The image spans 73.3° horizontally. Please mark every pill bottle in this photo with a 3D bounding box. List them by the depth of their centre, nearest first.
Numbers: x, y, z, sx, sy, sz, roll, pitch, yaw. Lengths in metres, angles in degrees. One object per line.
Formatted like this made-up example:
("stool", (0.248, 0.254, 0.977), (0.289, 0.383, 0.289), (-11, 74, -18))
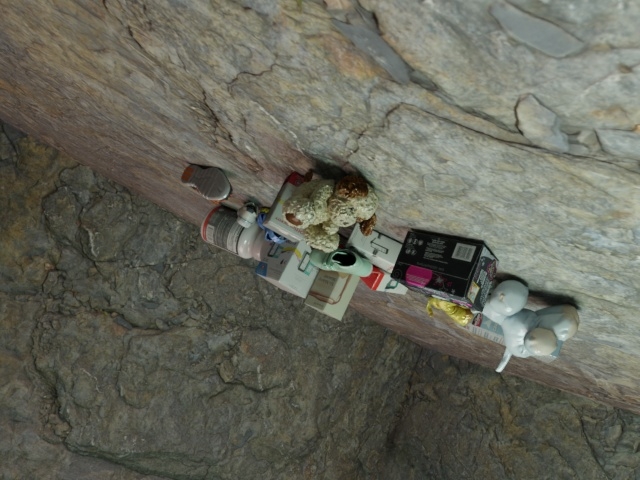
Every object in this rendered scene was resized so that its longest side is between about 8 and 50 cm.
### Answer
("pill bottle", (-0.418, -0.030, 2.231), (0.363, 0.210, 0.210), (22, 167, 19))

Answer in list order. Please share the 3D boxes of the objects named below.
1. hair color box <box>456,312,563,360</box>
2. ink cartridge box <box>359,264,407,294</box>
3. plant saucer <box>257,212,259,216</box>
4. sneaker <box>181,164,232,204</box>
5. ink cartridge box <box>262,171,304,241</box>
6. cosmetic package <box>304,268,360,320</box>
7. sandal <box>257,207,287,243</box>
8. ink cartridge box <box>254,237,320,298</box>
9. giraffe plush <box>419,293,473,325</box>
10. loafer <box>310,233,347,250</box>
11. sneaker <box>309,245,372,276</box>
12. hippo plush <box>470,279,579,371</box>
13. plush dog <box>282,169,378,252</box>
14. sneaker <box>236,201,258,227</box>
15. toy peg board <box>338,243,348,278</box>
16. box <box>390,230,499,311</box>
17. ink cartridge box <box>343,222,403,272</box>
("hair color box", (0.738, 0.349, 1.705), (0.374, 0.114, 0.185), (20, 166, 24))
("ink cartridge box", (0.226, 0.130, 1.658), (0.231, 0.078, 0.134), (12, -158, -35))
("plant saucer", (-0.324, -0.129, 2.087), (0.083, 0.015, 0.083), (24, 168, 6))
("sneaker", (-0.414, -0.211, 1.744), (0.321, 0.124, 0.180), (29, 177, 42))
("ink cartridge box", (-0.083, -0.099, 1.353), (0.128, 0.176, 0.127), (29, 167, -14))
("cosmetic package", (0.070, 0.193, 1.964), (0.129, 0.296, 0.153), (34, 165, -38))
("sandal", (-0.206, -0.061, 1.858), (0.126, 0.138, 0.317), (29, 169, -23))
("ink cartridge box", (-0.127, 0.092, 2.008), (0.198, 0.270, 0.197), (12, 160, 47))
("giraffe plush", (0.447, 0.170, 1.453), (0.210, 0.181, 0.170), (5, 151, 12))
("loafer", (0.000, 0.000, 1.742), (0.319, 0.111, 0.112), (33, 164, -29))
("sneaker", (0.047, 0.055, 1.529), (0.256, 0.094, 0.151), (11, 167, 31))
("hippo plush", (0.624, 0.224, 1.341), (0.236, 0.234, 0.294), (54, 158, 16))
("plush dog", (0.046, -0.101, 1.171), (0.225, 0.211, 0.262), (-1, 154, 21))
("sneaker", (-0.314, -0.124, 1.924), (0.094, 0.091, 0.258), (34, -172, -16))
("toy peg board", (0.118, 0.054, 1.710), (0.079, 0.160, 0.161), (57, 179, 29))
("box", (0.361, 0.085, 1.257), (0.247, 0.163, 0.142), (14, 166, 44))
("ink cartridge box", (0.195, 0.030, 1.539), (0.203, 0.086, 0.148), (26, 168, 1))
